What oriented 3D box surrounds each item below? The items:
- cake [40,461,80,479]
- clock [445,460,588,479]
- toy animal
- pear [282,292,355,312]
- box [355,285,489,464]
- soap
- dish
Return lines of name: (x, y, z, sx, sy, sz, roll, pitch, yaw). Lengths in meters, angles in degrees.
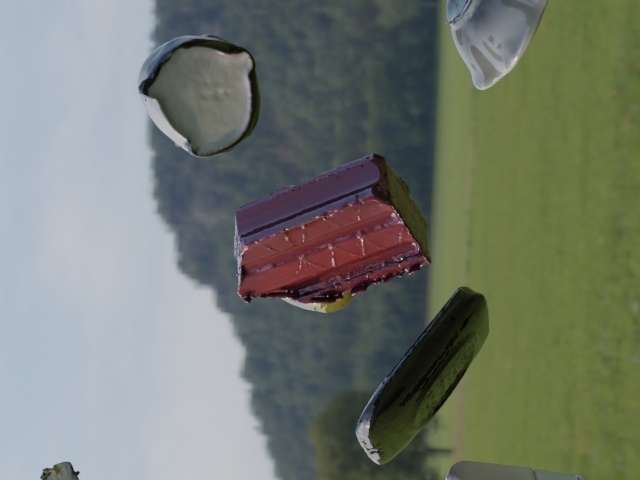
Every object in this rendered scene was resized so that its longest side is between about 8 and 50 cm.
cake: (-0.235, 0.294, 1.442, 0.185, 0.079, 0.116, 56, 177, 16)
clock: (0.175, 0.415, 1.395, 0.342, 0.184, 0.326, -74, -11, -70)
toy animal: (-0.178, -0.218, 2.232, 0.187, 0.165, 0.235, 52, 175, -11)
pear: (-0.009, 0.025, 2.247, 0.137, 0.167, 0.167, -89, -1, -59)
box: (0.110, 0.146, 1.563, 0.201, 0.042, 0.212, -52, -18, -13)
soap: (0.000, 0.000, 1.912, 0.162, 0.250, 0.099, 54, -158, -46)
dish: (0.205, -0.301, 1.805, 0.229, 0.081, 0.229, -162, 90, -77)
